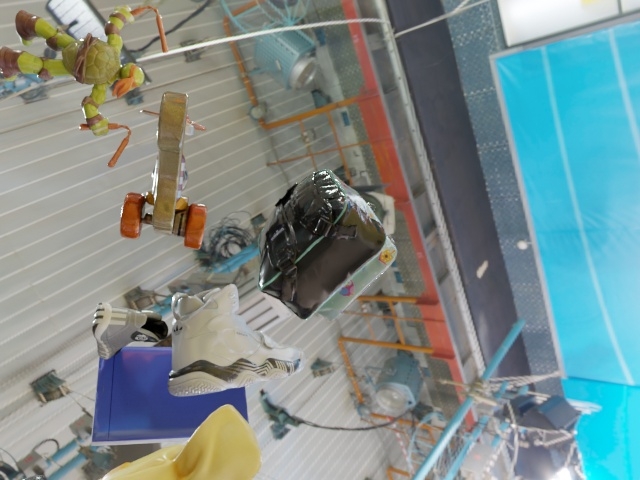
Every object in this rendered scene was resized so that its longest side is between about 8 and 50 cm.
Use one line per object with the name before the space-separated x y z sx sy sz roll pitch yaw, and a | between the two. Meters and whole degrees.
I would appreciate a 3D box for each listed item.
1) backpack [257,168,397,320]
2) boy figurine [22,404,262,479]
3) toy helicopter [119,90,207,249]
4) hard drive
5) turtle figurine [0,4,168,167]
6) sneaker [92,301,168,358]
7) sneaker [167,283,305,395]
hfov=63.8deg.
backpack | 0.000 0.000 0.683 0.144 0.188 0.166 36 -76 -30
boy figurine | -0.205 0.261 0.550 0.177 0.285 0.092 48 -159 -73
toy helicopter | -0.238 -0.140 0.835 0.140 0.355 0.235 10 -109 -15
hard drive | -0.324 0.335 1.136 0.318 0.040 0.210 6 -133 -24
turtle figurine | -0.369 -0.263 0.794 0.217 0.087 0.270 13 -93 -5
sneaker | -0.376 0.192 1.038 0.132 0.229 0.086 7 -114 -13
sneaker | -0.172 0.207 1.118 0.365 0.137 0.210 5 -109 -52
